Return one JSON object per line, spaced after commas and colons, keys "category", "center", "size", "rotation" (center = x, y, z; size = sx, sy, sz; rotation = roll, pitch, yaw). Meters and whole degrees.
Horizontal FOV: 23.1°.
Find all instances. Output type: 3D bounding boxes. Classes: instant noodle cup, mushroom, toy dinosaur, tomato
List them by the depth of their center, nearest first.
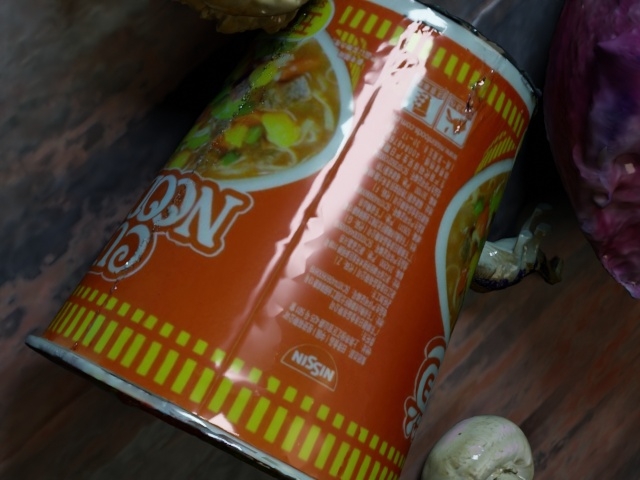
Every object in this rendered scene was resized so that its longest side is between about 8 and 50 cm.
{"category": "instant noodle cup", "center": [0.000, 0.000, 0.716], "size": [0.193, 0.193, 0.212], "rotation": [40, 75, -51]}
{"category": "tomato", "center": [0.254, -0.112, 0.916], "size": [0.335, 0.176, 0.289], "rotation": [4, 134, -31]}
{"category": "toy dinosaur", "center": [0.111, 0.007, 0.940], "size": [0.180, 0.037, 0.058], "rotation": [0, 109, -48]}
{"category": "mushroom", "center": [0.103, 0.153, 1.000], "size": [0.084, 0.067, 0.083], "rotation": [-19, 122, -32]}

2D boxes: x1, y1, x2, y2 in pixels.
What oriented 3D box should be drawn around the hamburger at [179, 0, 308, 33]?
{"category": "hamburger", "center": [-0.036, -0.163, 0.639], "size": [0.138, 0.083, 0.147], "rotation": [18, 98, -47]}
